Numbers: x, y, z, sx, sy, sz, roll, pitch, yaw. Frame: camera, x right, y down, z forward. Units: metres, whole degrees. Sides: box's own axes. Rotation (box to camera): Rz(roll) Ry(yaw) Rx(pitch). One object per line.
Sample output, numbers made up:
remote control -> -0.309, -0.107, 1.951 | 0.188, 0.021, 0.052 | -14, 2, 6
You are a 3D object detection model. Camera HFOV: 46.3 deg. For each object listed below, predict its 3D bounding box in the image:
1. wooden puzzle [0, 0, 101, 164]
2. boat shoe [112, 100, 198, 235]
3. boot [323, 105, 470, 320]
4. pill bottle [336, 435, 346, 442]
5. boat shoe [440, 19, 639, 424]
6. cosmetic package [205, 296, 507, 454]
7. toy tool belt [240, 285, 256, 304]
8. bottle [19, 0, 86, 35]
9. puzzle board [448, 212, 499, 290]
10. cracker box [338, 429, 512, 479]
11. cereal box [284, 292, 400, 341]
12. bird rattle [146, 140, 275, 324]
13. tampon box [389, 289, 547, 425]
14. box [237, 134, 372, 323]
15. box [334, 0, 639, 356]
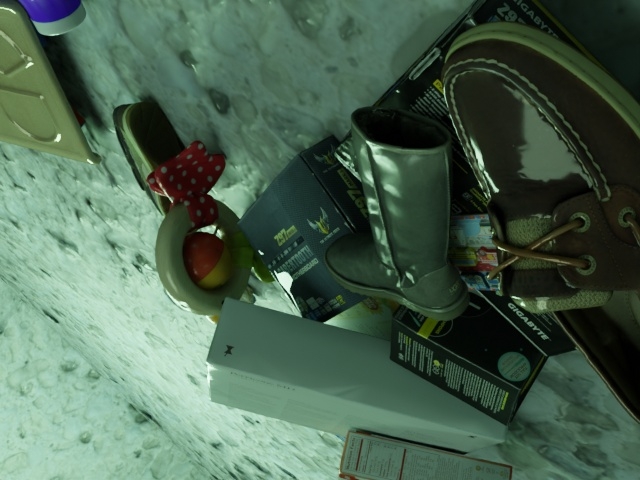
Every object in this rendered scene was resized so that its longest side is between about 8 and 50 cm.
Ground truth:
wooden puzzle -> -0.525, -0.276, 1.177 | 0.322, 0.080, 0.347 | 15, 149, 19
boat shoe -> -0.240, -0.108, 1.117 | 0.073, 0.080, 0.223 | 19, 141, 44
boot -> 0.056, -0.030, 0.710 | 0.190, 0.076, 0.208 | 16, 145, 37
pill bottle -> 0.043, 0.263, 1.249 | 0.222, 0.124, 0.124 | 32, 151, 15
boat shoe -> 0.187, 0.005, 0.543 | 0.123, 0.123, 0.342 | -6, 128, 53
cosmetic package -> 0.036, 0.205, 1.037 | 0.378, 0.097, 0.284 | 15, 160, -2
toy tool belt -> -0.137, 0.105, 1.331 | 0.083, 0.052, 0.051 | 41, -177, 4
bottle -> -0.356, -0.372, 0.854 | 0.118, 0.092, 0.282 | 29, 151, 32
puzzle board -> 0.167, 0.014, 0.701 | 0.128, 0.011, 0.096 | -2, 131, 51
cracker box -> 0.144, 0.341, 1.084 | 0.233, 0.067, 0.155 | 12, 158, 6
cereal box -> 0.070, 0.112, 1.080 | 0.173, 0.047, 0.240 | 49, 151, -18
bird rattle -> -0.152, -0.002, 1.044 | 0.143, 0.206, 0.253 | -4, 141, 29
tampon box -> 0.179, 0.110, 0.867 | 0.161, 0.120, 0.101 | 28, 150, 22
box -> 0.000, 0.000, 0.941 | 0.183, 0.059, 0.233 | 56, 148, 2
box -> 0.193, -0.042, 0.682 | 0.322, 0.079, 0.257 | 43, 150, -4
